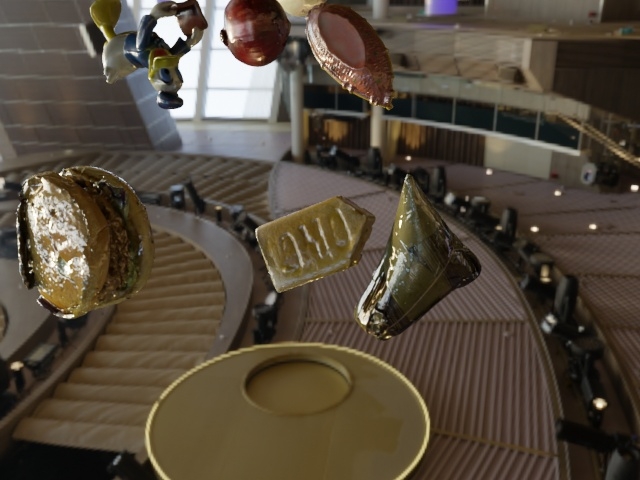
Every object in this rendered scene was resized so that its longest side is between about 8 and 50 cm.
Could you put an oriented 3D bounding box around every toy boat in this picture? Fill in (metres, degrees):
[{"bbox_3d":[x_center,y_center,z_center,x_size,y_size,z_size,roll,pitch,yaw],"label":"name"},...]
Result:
[{"bbox_3d":[0.060,-0.418,1.503,0.318,0.141,0.099,55,-170,20],"label":"toy boat"}]

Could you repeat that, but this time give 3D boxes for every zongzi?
[{"bbox_3d":[0.152,0.044,1.464,0.289,0.317,0.154,-40,-146,1],"label":"zongzi"}]

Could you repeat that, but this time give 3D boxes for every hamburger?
[{"bbox_3d":[-0.497,0.010,1.463,0.277,0.318,0.195,16,-164,28],"label":"hamburger"}]

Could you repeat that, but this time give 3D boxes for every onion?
[{"bbox_3d":[-0.112,-0.360,1.170,0.131,0.131,0.131,0,-158,0],"label":"onion"}]

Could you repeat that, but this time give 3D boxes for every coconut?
[{"bbox_3d":[-0.047,-0.772,2.079,0.171,0.170,0.183,-20,-179,-40],"label":"coconut"}]

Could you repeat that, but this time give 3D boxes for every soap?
[{"bbox_3d":[0.000,0.000,1.521,0.258,0.160,0.080,-21,179,19],"label":"soap"}]

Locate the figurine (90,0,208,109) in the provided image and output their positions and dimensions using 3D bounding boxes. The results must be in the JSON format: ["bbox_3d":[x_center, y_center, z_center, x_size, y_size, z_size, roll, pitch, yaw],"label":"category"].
[{"bbox_3d":[-0.374,-0.437,1.627,0.283,0.204,0.338,-32,-116,9],"label":"figurine"}]
